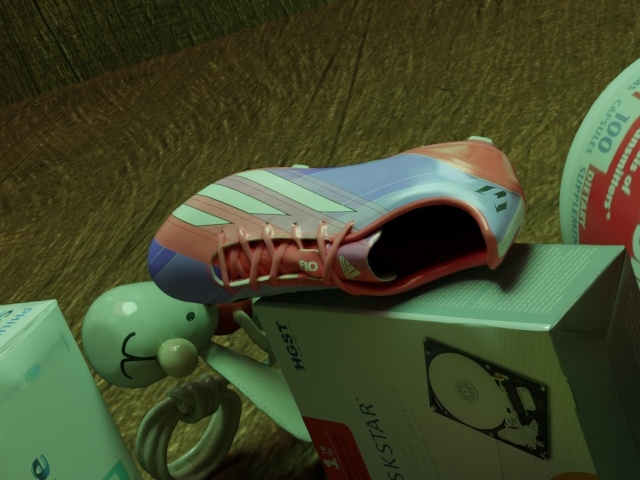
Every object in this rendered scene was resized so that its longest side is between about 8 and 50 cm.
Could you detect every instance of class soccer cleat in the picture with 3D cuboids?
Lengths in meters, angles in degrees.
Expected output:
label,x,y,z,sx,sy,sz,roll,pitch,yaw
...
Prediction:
label,x,y,z,sx,sy,sz,roll,pitch,yaw
soccer cleat,0.000,0.000,0.743,0.248,0.083,0.095,-12,29,19

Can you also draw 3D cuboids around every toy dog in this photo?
label,x,y,z,sx,sy,sz,roll,pitch,yaw
toy dog,0.007,0.057,0.926,0.334,0.220,0.161,-37,39,-28

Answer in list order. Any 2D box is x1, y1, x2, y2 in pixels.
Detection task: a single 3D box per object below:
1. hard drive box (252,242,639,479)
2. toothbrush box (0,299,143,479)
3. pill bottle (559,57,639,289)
label,x,y,z,sx,sy,sz,roll,pitch,yaw
hard drive box,0.094,0.097,0.771,0.232,0.181,0.089,1,31,46
toothbrush box,-0.287,0.171,0.901,0.295,0.216,0.126,-7,25,35
pill bottle,0.304,0.023,0.682,0.229,0.229,0.407,-22,21,-3
